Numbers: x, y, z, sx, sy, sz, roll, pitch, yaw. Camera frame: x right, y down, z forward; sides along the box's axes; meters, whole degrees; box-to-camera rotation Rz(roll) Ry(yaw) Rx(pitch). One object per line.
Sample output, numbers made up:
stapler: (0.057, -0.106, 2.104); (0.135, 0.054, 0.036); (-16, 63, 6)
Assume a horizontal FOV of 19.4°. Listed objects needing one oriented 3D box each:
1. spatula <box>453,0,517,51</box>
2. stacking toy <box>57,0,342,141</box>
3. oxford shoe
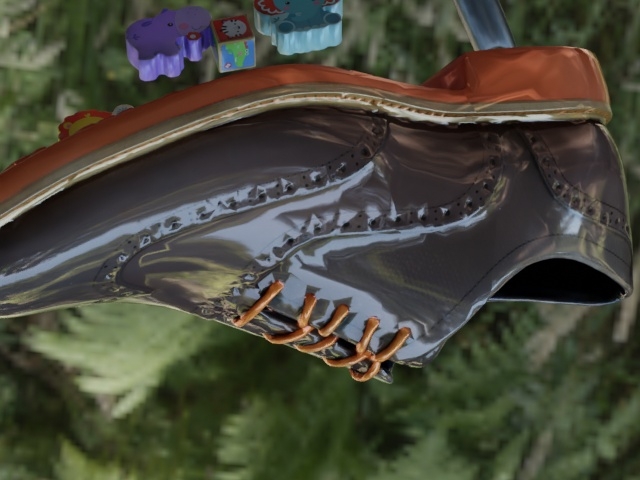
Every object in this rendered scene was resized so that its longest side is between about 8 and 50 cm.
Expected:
spatula: (0.076, -0.229, 1.264); (0.084, 0.030, 0.296); (-21, 129, 11)
stacking toy: (-0.048, -0.124, 1.086); (0.221, 0.052, 0.167); (-10, 137, -11)
oxford shoe: (0.000, 0.000, 0.617); (0.271, 0.098, 0.097); (-11, 169, -30)
